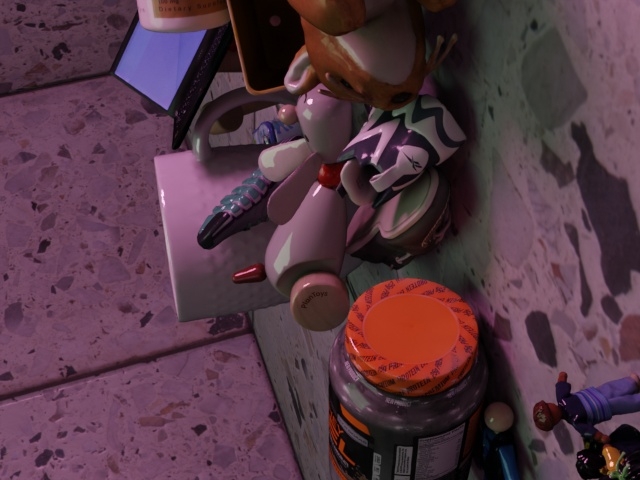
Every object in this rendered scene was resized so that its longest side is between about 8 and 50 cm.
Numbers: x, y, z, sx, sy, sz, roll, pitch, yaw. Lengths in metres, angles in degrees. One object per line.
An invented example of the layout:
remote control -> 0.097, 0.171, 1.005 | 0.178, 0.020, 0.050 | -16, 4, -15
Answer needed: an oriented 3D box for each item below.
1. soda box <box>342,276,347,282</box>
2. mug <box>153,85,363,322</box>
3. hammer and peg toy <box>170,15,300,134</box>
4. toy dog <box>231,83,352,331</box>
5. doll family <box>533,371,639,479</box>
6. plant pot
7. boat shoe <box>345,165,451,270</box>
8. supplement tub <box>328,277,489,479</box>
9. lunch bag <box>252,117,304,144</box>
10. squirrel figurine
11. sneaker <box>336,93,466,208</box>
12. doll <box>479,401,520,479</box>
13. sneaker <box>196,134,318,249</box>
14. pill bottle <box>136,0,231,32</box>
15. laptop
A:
soda box -> 0.000, 0.000, 1.780 | 0.058, 0.062, 0.183 | -144, 42, -70
mug -> -0.096, -0.069, 1.509 | 0.276, 0.327, 0.374 | -120, 23, -63
hammer and peg toy -> -0.159, -0.367, 1.613 | 0.127, 0.265, 0.362 | -4, 95, 48
toy dog -> -0.043, -0.043, 1.251 | 0.220, 0.160, 0.334 | -123, 32, -79
doll family -> 0.261, 0.187, 0.794 | 0.193, 0.111, 0.076 | -126, 25, -59
plant pot -> -0.018, -0.318, 1.253 | 0.187, 0.212, 0.212 | -122, 20, -82
boat shoe -> 0.122, -0.025, 1.240 | 0.335, 0.095, 0.112 | 149, 142, -73
supplement tub -> 0.113, 0.222, 1.238 | 0.338, 0.207, 0.207 | 90, 161, -45
lunch bag -> -0.074, -0.158, 1.876 | 0.219, 0.090, 0.176 | -173, 67, -77
squirrel figurine -> 0.010, -0.339, 1.002 | 0.397, 0.281, 0.370 | 53, 170, 37
sneaker -> 0.068, -0.116, 1.142 | 0.094, 0.153, 0.235 | 51, 177, -30
doll -> 0.228, 0.288, 1.181 | 0.129, 0.046, 0.189 | -110, 17, -63
sneaker -> -0.078, -0.051, 1.357 | 0.098, 0.224, 0.083 | 48, 169, -18
pill bottle -> -0.193, -0.405, 1.239 | 0.131, 0.131, 0.229 | -129, 31, -60
laptop -> -0.230, -0.303, 1.429 | 0.234, 0.136, 0.264 | -61, 17, 17
